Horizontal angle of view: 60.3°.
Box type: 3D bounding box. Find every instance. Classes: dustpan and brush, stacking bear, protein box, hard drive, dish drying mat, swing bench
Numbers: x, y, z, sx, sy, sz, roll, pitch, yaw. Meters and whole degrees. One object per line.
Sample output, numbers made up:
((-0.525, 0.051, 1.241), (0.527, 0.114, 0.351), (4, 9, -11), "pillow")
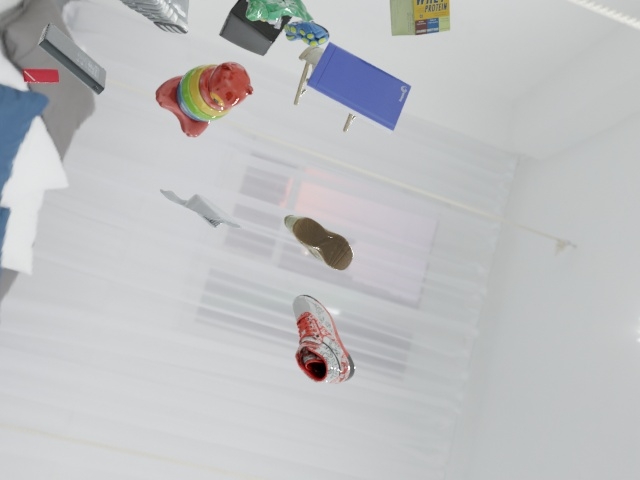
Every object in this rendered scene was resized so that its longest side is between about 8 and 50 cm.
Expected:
((-0.300, -0.080, 1.333), (0.060, 0.211, 0.147), (-52, 167, 2), "dustpan and brush")
((-0.295, -0.406, 1.506), (0.289, 0.175, 0.164), (0, -133, 51), "stacking bear")
((0.343, -0.826, 1.924), (0.201, 0.136, 0.200), (-131, -149, -64), "protein box")
((0.131, -0.509, 1.831), (0.210, 0.318, 0.040), (-67, -173, -27), "hard drive")
((-0.659, -0.389, 1.301), (0.083, 0.008, 0.032), (-20, 114, -50), "dish drying mat")
((-0.484, -0.357, 1.083), (0.022, 0.135, 0.094), (-36, -139, 14), "hard drive")
((0.053, -0.598, 2.110), (0.165, 0.253, 0.255), (-52, 168, -30), "swing bench")

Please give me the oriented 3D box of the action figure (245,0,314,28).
((-0.098, -0.470, 1.100), (0.063, 0.137, 0.232), (-45, -171, 30), "action figure")

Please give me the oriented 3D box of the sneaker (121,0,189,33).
((-0.310, -0.493, 1.041), (0.228, 0.086, 0.132), (0, 102, -82), "sneaker")

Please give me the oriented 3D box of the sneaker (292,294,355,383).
((-0.022, 0.250, 1.430), (0.090, 0.145, 0.270), (-42, -116, 21), "sneaker")

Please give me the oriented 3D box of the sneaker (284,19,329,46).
((-0.032, -0.591, 1.544), (0.188, 0.078, 0.067), (34, -31, 50), "sneaker")

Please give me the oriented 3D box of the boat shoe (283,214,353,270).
((0.000, 0.000, 1.752), (0.105, 0.285, 0.089), (-53, -140, -6), "boat shoe")

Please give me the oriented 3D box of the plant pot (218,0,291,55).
((-0.206, -0.737, 1.848), (0.188, 0.167, 0.187), (-59, -164, -16), "plant pot")
